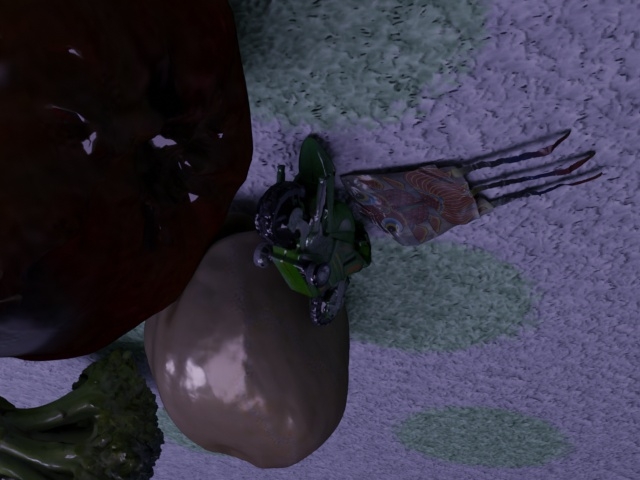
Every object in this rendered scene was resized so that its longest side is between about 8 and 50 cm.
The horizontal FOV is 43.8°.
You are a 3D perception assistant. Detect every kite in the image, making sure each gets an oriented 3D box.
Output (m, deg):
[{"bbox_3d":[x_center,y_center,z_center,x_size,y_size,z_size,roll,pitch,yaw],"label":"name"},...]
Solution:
[{"bbox_3d":[0.130,-0.047,0.715,0.229,0.016,0.127,-18,142,36],"label":"kite"}]

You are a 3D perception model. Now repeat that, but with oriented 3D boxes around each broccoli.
[{"bbox_3d":[-0.387,0.246,1.070,0.275,0.397,0.353,-45,171,14],"label":"broccoli"}]

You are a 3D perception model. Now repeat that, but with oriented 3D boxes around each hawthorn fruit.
[{"bbox_3d":[-0.211,-0.074,0.511,0.325,0.308,0.308,14,148,7],"label":"hawthorn fruit"}]

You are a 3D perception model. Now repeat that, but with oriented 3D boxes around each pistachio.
[{"bbox_3d":[-0.072,0.112,0.852,0.226,0.208,0.331,-32,130,-14],"label":"pistachio"}]

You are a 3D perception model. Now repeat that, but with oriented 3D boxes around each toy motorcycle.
[{"bbox_3d":[0.000,0.000,0.741,0.074,0.106,0.190,18,151,32],"label":"toy motorcycle"}]
